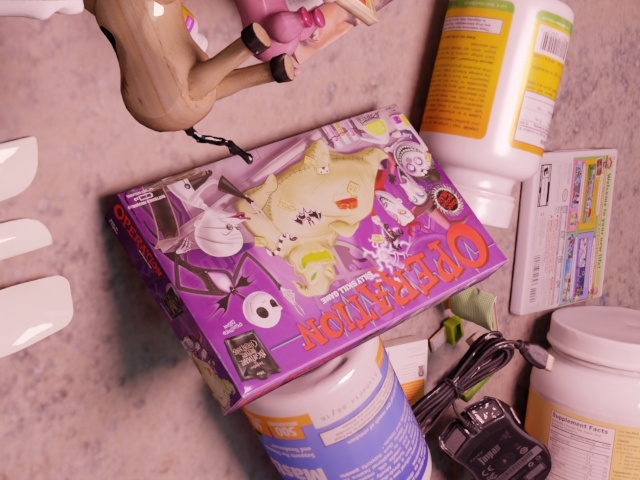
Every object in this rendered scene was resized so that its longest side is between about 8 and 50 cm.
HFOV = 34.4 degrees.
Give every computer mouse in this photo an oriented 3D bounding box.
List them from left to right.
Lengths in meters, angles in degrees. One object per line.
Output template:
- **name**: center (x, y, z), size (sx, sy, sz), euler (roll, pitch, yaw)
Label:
- **computer mouse**: center (0.214, 0.202, 1.233), size (0.184, 0.060, 0.262), euler (-46, 127, 7)

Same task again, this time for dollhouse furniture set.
- **dollhouse furniture set**: center (0.166, 0.116, 1.214), size (0.058, 0.076, 0.151), euler (-39, 137, -25)

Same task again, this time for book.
- **book**: center (0.078, 0.187, 1.188), size (0.096, 0.035, 0.144), euler (-6, 105, -40)

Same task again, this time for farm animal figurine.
- **farm animal figurine**: center (-0.141, -0.254, 0.737), size (0.326, 0.172, 0.330), euler (54, 26, -37)

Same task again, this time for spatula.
- **spatula**: center (-0.306, 0.029, 0.781), size (0.242, 0.019, 0.168), euler (-22, 116, -39)

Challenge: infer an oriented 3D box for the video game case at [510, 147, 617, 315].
- **video game case**: center (0.326, -0.016, 1.381), size (0.193, 0.023, 0.212), euler (-7, 105, -43)

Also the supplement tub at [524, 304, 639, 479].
- **supplement tub**: center (0.387, 0.270, 1.362), size (0.241, 0.241, 0.331), euler (-5, 104, -43)

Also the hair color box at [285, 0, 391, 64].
- **hair color box**: center (0.023, -0.248, 0.944), size (0.167, 0.053, 0.093), euler (-35, 146, -2)

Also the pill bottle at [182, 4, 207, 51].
- **pill bottle**: center (-0.133, -0.185, 0.874), size (0.083, 0.043, 0.043), euler (40, 72, -42)

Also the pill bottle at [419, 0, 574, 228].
- **pill bottle**: center (0.183, -0.142, 1.128), size (0.136, 0.136, 0.245), euler (10, 94, -45)

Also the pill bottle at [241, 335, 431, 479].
- **pill bottle**: center (0.025, 0.204, 1.054), size (0.152, 0.152, 0.272), euler (-43, 127, -28)

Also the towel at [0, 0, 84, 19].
- **towel**: center (-0.264, -0.297, 0.614), size (0.038, 0.248, 0.324), euler (-68, 159, -74)

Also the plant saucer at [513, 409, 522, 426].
- **plant saucer**: center (0.244, 0.266, 1.382), size (0.083, 0.013, 0.083), euler (-13, 109, -42)

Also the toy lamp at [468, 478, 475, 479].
- **toy lamp**: center (0.113, 0.373, 1.237), size (0.275, 0.080, 0.080), euler (-29, 119, -37)

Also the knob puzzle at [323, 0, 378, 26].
- **knob puzzle**: center (-0.007, -0.274, 0.796), size (0.213, 0.030, 0.213), euler (48, 32, -44)

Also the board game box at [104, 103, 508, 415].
- **board game box**: center (0.000, 0.000, 0.963), size (0.347, 0.056, 0.208), euler (-23, 77, -38)
